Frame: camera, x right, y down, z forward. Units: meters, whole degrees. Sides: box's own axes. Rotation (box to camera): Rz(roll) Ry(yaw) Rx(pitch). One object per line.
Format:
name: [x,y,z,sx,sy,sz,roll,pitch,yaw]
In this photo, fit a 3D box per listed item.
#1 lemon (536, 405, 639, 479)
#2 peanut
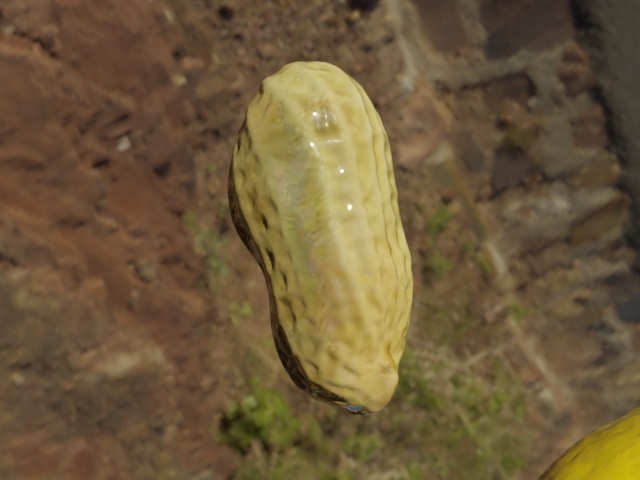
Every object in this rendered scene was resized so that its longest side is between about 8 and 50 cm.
lemon: [0.259,0.244,0.960,0.348,0.348,0.348,-21,147,-15]
peanut: [0.000,0.000,0.885,0.093,0.194,0.083,-7,-178,13]
